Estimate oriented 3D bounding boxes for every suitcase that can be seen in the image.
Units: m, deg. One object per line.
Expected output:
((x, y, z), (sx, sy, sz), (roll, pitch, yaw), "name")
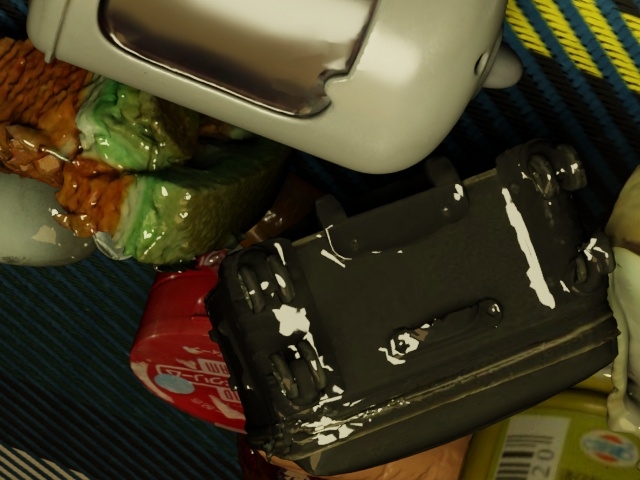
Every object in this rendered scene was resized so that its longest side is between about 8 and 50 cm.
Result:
((0.060, 0.056, 1.402), (0.283, 0.194, 0.434), (-21, 179, -8), "suitcase")

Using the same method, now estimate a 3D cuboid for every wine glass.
((-0.262, -0.030, 1.724), (0.204, 0.111, 0.111), (1, 148, 28), "wine glass")

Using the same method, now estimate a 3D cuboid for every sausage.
((0.065, 0.187, 1.675), (0.289, 0.086, 0.086), (14, 158, -28), "sausage")

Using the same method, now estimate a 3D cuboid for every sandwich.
((-0.168, -0.106, 1.495), (0.301, 0.250, 0.162), (18, 111, 23), "sandwich")

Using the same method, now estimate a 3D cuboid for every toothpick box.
((-0.014, -0.169, 1.222), (0.316, 0.229, 0.229), (21, 153, -8), "toothpick box")

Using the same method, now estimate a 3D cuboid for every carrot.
((0.000, 0.000, 1.641), (0.193, 0.087, 0.087), (30, 151, -16), "carrot")

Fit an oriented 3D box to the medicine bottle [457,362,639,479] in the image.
((0.225, 0.226, 1.581), (0.224, 0.384, 0.224), (15, 153, 8), "medicine bottle")

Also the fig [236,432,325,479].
((0.041, 0.246, 2.032), (0.274, 0.145, 0.170), (14, 157, -21), "fig")

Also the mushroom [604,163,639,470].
((0.330, 0.060, 1.367), (0.217, 0.212, 0.292), (19, 140, 20), "mushroom")

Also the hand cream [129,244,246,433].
((-0.058, 0.081, 1.761), (0.230, 0.149, 0.230), (14, 150, 8), "hand cream")
